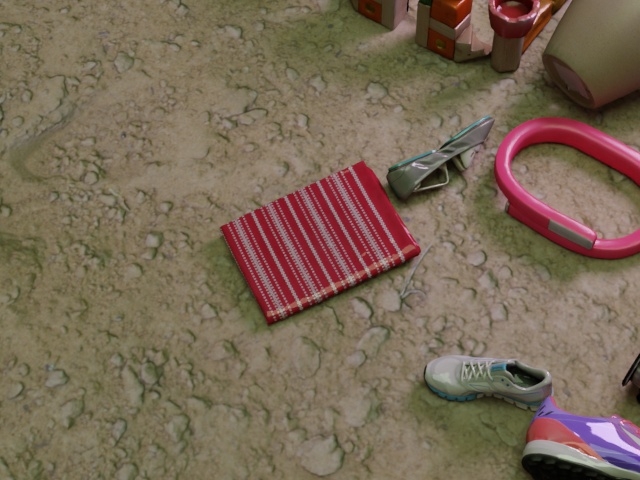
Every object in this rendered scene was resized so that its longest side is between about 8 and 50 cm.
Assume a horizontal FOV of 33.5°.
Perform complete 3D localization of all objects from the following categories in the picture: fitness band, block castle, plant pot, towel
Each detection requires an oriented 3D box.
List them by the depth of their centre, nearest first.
[{"bbox_3d":[0.000,0.000,1.700,0.275,0.031,0.199,-25,62,-9],"label":"towel"},{"bbox_3d":[0.420,-0.088,1.720,0.291,0.054,0.209,33,63,20],"label":"fitness band"},{"bbox_3d":[0.515,-0.359,1.785,0.274,0.256,0.256,-42,64,-3],"label":"plant pot"},{"bbox_3d":[0.235,-0.530,1.905,0.453,0.213,0.303,31,65,20],"label":"block castle"}]

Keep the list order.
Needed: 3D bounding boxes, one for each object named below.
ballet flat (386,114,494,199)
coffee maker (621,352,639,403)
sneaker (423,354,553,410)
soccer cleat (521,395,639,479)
[{"bbox_3d":[0.208,-0.132,1.757,0.213,0.072,0.068,-29,89,-13],"label":"ballet flat"},{"bbox_3d":[0.548,0.189,1.499,0.178,0.120,0.171,36,66,22],"label":"coffee maker"},{"bbox_3d":[0.245,0.192,1.537,0.191,0.083,0.071,5,60,8],"label":"sneaker"},{"bbox_3d":[0.441,0.299,1.450,0.318,0.108,0.116,12,56,13],"label":"soccer cleat"}]
